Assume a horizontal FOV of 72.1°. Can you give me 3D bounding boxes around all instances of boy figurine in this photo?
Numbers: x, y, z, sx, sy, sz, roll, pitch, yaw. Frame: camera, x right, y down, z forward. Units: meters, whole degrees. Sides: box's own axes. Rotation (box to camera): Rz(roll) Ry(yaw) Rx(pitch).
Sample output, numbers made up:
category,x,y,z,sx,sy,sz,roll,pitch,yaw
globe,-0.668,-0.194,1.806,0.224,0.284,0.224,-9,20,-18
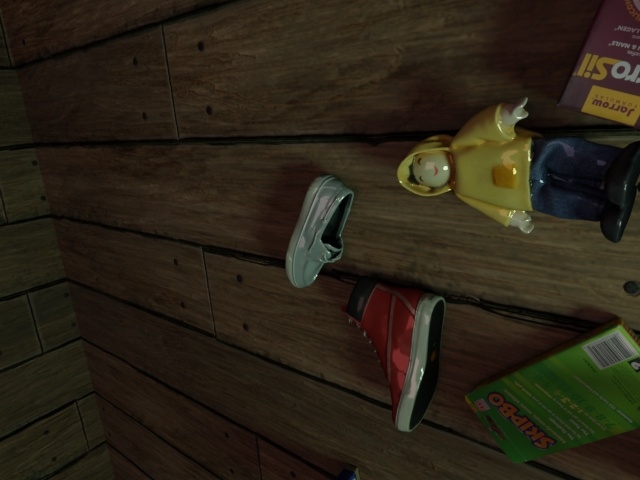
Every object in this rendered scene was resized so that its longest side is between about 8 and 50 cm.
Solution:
category,x,y,z,sx,sy,sz,roll,pitch,yaw
boy figurine,0.223,-0.091,0.544,0.285,0.092,0.177,19,140,37

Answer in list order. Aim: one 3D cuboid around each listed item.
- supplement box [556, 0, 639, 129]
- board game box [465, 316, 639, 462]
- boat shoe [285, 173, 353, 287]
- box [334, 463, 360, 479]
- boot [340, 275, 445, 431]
category,x,y,z,sx,sy,sz,roll,pitch,yaw
supplement box,0.331,-0.213,0.434,0.104,0.080,0.188,29,122,28
board game box,0.336,0.220,0.612,0.124,0.039,0.259,54,128,12
boat shoe,0.001,-0.001,0.779,0.081,0.079,0.228,33,120,31
box,0.016,0.578,0.870,0.036,0.225,0.137,-2,104,39
boot,0.110,0.189,0.756,0.176,0.088,0.244,13,105,36
